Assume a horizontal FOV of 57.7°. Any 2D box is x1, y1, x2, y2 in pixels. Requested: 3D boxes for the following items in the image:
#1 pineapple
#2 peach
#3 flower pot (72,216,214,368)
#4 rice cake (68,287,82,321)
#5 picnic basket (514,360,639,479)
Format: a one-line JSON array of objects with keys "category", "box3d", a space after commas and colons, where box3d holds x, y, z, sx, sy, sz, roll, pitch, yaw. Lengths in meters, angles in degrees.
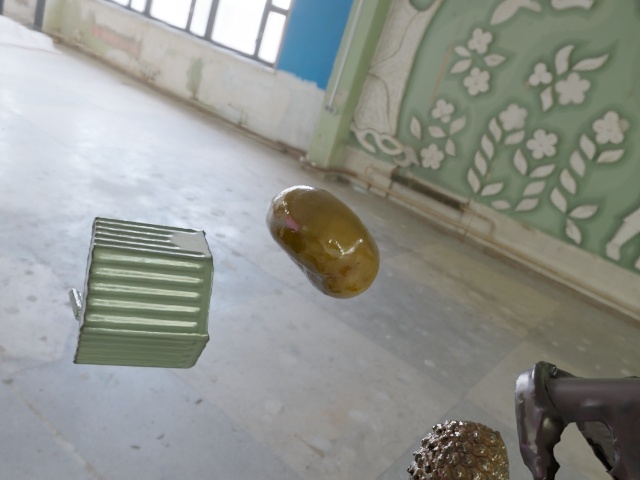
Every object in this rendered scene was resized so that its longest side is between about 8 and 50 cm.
[{"category": "pineapple", "box3d": [0.251, 0.522, 1.150, 0.201, 0.202, 0.362, 26, 29, 18]}, {"category": "peach", "box3d": [0.000, 0.000, 1.097, 0.251, 0.153, 0.251, 36, -16, 12]}, {"category": "flower pot", "box3d": [-0.288, 0.088, 0.947, 0.189, 0.210, 0.239, 7, 23, -24]}, {"category": "rice cake", "box3d": [-0.487, 0.130, 1.165, 0.022, 0.021, 0.121, 46, -5, -36]}, {"category": "picnic basket", "box3d": [0.230, 0.195, 0.327, 0.297, 0.129, 0.223, 47, 34, -36]}]
